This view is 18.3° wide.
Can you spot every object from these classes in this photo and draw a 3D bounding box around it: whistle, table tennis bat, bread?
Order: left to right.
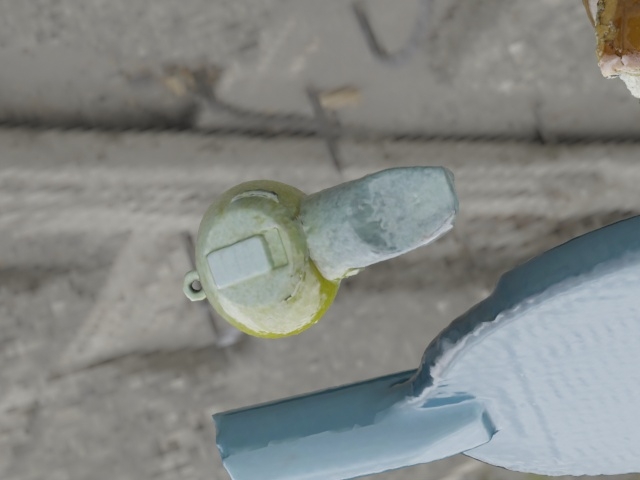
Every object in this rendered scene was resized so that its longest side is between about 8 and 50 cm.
[{"bbox_3d":[0.000,0.000,1.465,0.223,0.123,0.123,-21,156,15],"label":"whistle"},{"bbox_3d":[0.055,0.025,0.386,0.155,0.019,0.100,-15,150,10],"label":"table tennis bat"},{"bbox_3d":[0.228,-0.137,1.304,0.070,0.083,0.076,-7,153,35],"label":"bread"}]

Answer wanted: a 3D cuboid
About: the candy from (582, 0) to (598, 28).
[{"bbox_3d":[0.223,-0.256,1.442,0.101,0.143,0.271,-45,126,-25],"label":"candy"}]
